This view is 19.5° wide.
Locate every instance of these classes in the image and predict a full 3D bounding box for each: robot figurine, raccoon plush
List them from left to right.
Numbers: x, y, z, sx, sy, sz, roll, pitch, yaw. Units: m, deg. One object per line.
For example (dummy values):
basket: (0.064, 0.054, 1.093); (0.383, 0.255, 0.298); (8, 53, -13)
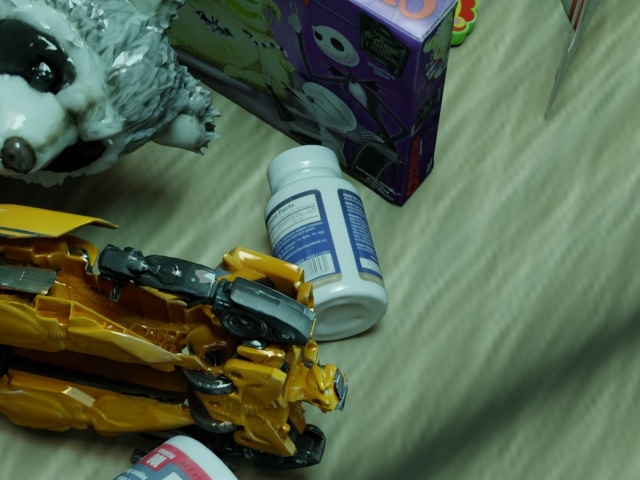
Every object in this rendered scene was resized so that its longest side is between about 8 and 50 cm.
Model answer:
raccoon plush: (-0.231, -0.208, 1.217); (0.299, 0.216, 0.446); (-11, 61, 3)
robot figurine: (-0.123, 0.054, 1.113); (0.291, 0.211, 0.085); (10, 55, 10)

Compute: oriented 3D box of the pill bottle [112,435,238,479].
pill bottle: (-0.122, 0.204, 1.071); (0.180, 0.108, 0.108); (-35, 67, -22)

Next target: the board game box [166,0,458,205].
board game box: (-0.070, -0.174, 1.246); (0.347, 0.208, 0.056); (33, 62, 16)

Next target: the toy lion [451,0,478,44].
toy lion: (0.064, -0.180, 1.364); (0.096, 0.034, 0.100); (-15, 61, -21)

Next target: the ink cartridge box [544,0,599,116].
ink cartridge box: (0.190, -0.233, 1.309); (0.066, 0.189, 0.232); (26, 61, 12)

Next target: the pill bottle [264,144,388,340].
pill bottle: (0.000, 0.000, 1.226); (0.067, 0.067, 0.120); (-9, 60, -9)
